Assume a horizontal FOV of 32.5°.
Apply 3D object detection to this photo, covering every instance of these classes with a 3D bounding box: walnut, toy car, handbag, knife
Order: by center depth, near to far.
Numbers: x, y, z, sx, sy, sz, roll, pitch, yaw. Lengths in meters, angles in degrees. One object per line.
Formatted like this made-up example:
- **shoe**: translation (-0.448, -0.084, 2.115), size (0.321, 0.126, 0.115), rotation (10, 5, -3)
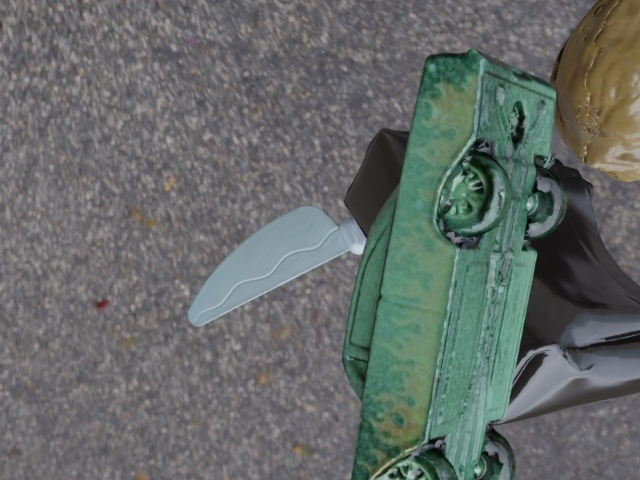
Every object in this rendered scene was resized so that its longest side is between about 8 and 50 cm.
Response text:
- **toy car**: translation (0.081, 0.047, 0.698), size (0.141, 0.097, 0.320), rotation (2, 99, -60)
- **handbag**: translation (0.180, 0.025, 0.956), size (0.257, 0.285, 0.113), rotation (-1, 134, -33)
- **walnut**: translation (0.339, -0.170, 1.106), size (0.245, 0.198, 0.198), rotation (-50, 120, -7)
- **knife**: translation (0.000, -0.002, 1.155), size (0.331, 0.044, 0.080), rotation (-22, 86, 9)
